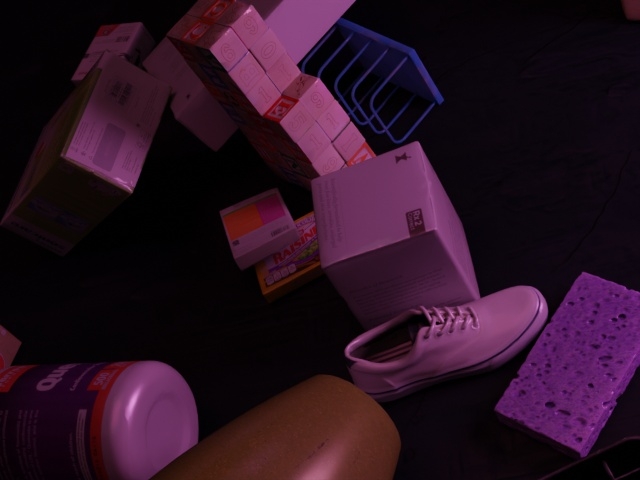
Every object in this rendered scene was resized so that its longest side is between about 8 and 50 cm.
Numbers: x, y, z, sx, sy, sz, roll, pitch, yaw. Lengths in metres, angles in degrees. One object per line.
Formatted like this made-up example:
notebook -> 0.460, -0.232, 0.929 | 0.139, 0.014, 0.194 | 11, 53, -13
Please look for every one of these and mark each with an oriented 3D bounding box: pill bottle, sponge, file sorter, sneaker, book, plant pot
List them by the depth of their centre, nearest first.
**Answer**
plant pot -> -0.045, 0.297, 1.261 | 0.274, 0.275, 0.293 | 17, 49, 37
sponge -> 0.303, 0.141, 1.319 | 0.117, 0.031, 0.210 | 22, 67, 39
sneaker -> 0.150, 0.118, 1.380 | 0.258, 0.091, 0.094 | -27, 47, 8
pill bottle -> -0.333, 0.251, 1.484 | 0.323, 0.181, 0.181 | -5, 53, 26
book -> -0.088, -0.021, 1.634 | 0.096, 0.035, 0.144 | -28, 28, 2
file sorter -> 0.071, -0.234, 1.684 | 0.104, 0.118, 0.170 | -49, 47, -9

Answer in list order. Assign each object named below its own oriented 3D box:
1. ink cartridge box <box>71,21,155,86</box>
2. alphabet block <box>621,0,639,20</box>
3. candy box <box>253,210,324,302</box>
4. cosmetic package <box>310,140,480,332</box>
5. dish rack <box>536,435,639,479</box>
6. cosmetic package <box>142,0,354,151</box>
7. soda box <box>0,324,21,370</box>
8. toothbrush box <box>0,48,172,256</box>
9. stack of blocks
ink cartridge box -> -0.370, -0.321, 2.039 | 0.099, 0.056, 0.135 | 2, 56, 31
alphabet block -> 0.511, -0.431, 1.543 | 0.197, 0.192, 0.193 | 4, 56, 32
candy box -> 0.000, 0.000, 1.602 | 0.206, 0.027, 0.105 | -29, 42, 6
cosmetic package -> 0.095, 0.005, 1.436 | 0.151, 0.184, 0.151 | -20, 48, 14
dish rack -> 0.296, 0.353, 1.129 | 0.208, 0.074, 0.271 | -29, 47, 7
cosmetic package -> -0.102, -0.348, 1.792 | 0.377, 0.097, 0.284 | -46, 29, 6
soda box -> -0.522, 0.214, 1.701 | 0.058, 0.061, 0.181 | 2, 57, 29
toothbrush box -> -0.363, -0.128, 1.754 | 0.283, 0.122, 0.206 | -34, 34, 52
stack of blocks -> -0.065, -0.196, 1.588 | 0.087, 0.297, 0.171 | -48, 37, -13
